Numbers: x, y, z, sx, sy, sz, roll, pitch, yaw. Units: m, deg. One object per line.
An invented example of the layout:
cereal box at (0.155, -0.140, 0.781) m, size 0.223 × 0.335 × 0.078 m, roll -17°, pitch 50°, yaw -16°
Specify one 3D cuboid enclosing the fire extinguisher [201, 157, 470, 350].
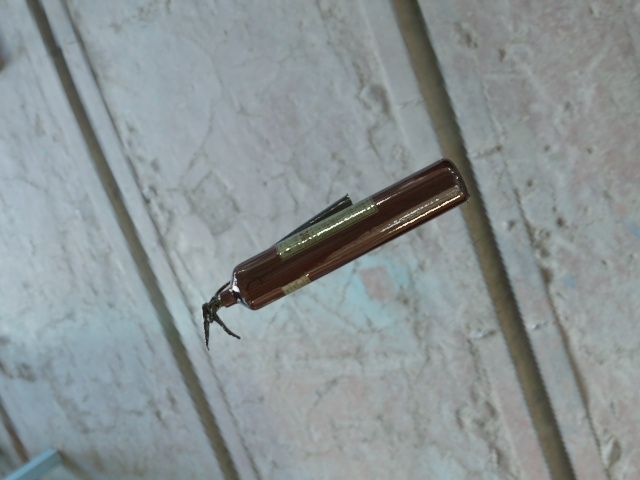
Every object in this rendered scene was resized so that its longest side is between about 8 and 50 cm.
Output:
fire extinguisher at (0.000, 0.000, 0.564) m, size 0.049 × 0.173 × 0.035 m, roll 65°, pitch -176°, yaw 34°
